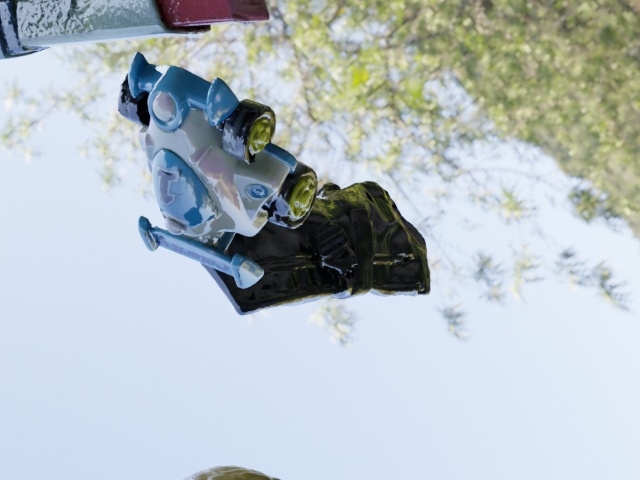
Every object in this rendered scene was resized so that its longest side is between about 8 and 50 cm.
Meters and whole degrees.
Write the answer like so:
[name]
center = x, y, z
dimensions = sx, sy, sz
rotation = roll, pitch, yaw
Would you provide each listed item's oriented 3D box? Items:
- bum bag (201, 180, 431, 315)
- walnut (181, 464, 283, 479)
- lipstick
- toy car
[bum bag]
center = 0.000, 0.000, 1.055
dimensions = 0.310, 0.074, 0.137
rotation = -1, -119, -49
[walnut]
center = -0.059, 0.247, 0.792
dimensions = 0.155, 0.155, 0.184
rotation = 20, -163, -48
[lipstick]
center = -0.172, -0.159, 0.765
dimensions = 0.051, 0.312, 0.051
rotation = -28, -66, -52
[toy car]
center = -0.083, -0.045, 0.737
dimensions = 0.126, 0.098, 0.161
rotation = 20, 164, 21
